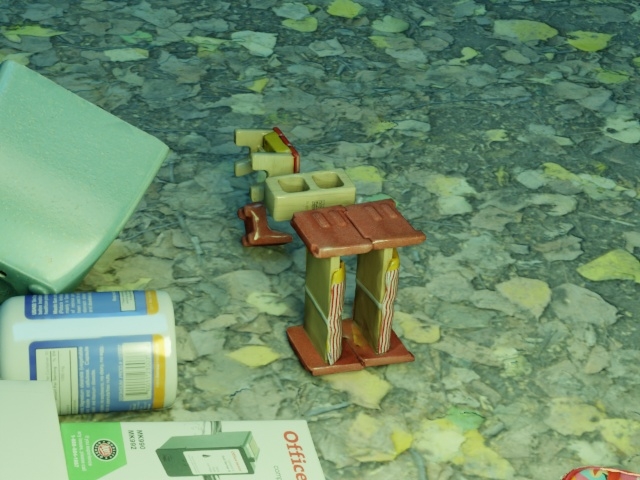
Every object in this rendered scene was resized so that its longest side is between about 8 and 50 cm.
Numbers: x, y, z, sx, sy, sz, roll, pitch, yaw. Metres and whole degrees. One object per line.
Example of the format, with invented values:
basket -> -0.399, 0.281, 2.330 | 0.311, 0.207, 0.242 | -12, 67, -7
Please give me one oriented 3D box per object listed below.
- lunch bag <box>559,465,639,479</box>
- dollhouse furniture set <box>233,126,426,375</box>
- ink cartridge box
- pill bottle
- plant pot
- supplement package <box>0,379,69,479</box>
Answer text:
lunch bag -> 0.332, 0.382, 1.380 | 0.258, 0.120, 0.293 | 12, 35, 13
dollhouse furniture set -> 0.000, 0.000, 1.782 | 0.152, 0.201, 0.374 | -8, 32, -19
ink cartridge box -> -0.136, 0.306, 1.369 | 0.289, 0.121, 0.211 | 1, 37, -19
pill bottle -> -0.319, 0.141, 1.564 | 0.272, 0.152, 0.152 | -2, 37, -12
plant pot -> -0.389, -0.033, 1.682 | 0.247, 0.248, 0.252 | 28, 55, -15
supplement package -> -0.355, 0.291, 1.285 | 0.177, 0.175, 0.293 | 3, 27, -20
